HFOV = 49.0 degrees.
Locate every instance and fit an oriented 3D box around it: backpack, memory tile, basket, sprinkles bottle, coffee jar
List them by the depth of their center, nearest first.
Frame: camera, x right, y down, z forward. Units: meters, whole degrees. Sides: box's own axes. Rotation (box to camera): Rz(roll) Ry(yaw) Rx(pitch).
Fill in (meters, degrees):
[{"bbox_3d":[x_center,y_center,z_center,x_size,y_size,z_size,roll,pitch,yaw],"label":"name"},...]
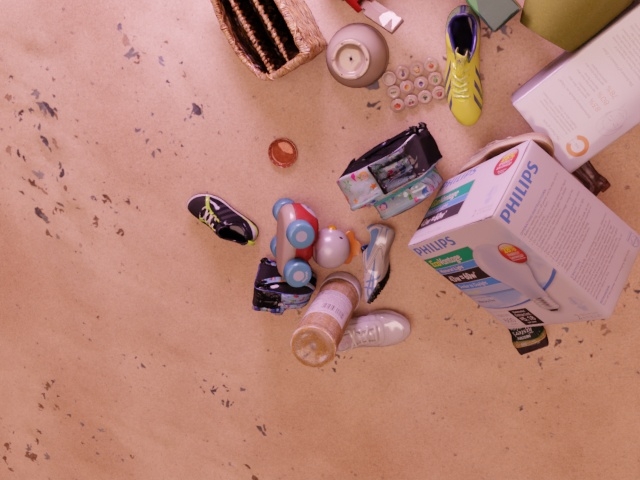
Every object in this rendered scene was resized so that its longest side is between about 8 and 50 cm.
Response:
[{"bbox_3d":[-0.154,-0.543,1.717,0.213,0.223,0.299,-25,103,21],"label":"basket"},{"bbox_3d":[0.176,-0.163,1.775,0.253,0.225,0.191,-22,98,25],"label":"backpack"},{"bbox_3d":[0.237,-0.393,1.778,0.147,0.012,0.113,-14,110,15],"label":"memory tile"},{"bbox_3d":[0.021,0.202,1.874,0.121,0.355,0.121,5,111,13],"label":"sprinkles bottle"},{"bbox_3d":[0.543,0.217,1.898,0.096,0.079,0.184,-25,102,21],"label":"coffee jar"},{"bbox_3d":[-0.100,0.137,1.999,0.173,0.158,0.117,7,120,-1],"label":"backpack"}]

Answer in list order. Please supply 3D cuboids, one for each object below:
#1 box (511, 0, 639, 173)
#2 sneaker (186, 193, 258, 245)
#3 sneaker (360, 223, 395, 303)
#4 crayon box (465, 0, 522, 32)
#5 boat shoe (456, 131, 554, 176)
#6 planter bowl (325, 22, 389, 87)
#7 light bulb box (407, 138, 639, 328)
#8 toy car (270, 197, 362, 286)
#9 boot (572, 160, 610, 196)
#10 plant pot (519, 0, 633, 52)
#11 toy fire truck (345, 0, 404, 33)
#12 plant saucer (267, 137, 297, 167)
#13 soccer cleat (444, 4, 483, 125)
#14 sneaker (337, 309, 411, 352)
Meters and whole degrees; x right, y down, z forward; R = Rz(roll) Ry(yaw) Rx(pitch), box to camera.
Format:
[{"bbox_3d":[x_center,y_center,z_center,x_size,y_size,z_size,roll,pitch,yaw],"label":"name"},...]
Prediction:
[{"bbox_3d":[0.644,-0.355,1.612,0.345,0.168,0.215,-38,97,23],"label":"box"},{"bbox_3d":[-0.282,-0.058,1.997,0.234,0.097,0.084,26,114,4],"label":"sneaker"},{"bbox_3d":[0.149,0.063,1.947,0.086,0.085,0.237,20,115,25],"label":"sneaker"},{"bbox_3d":[0.319,-0.618,1.581,0.081,0.202,0.318,-40,95,23],"label":"crayon box"},{"bbox_3d":[0.444,-0.204,1.675,0.109,0.098,0.302,38,156,-12],"label":"boat shoe"},{"bbox_3d":[0.083,-0.456,1.750,0.162,0.109,0.162,5,111,13],"label":"planter bowl"},{"bbox_3d":[0.466,0.005,1.643,0.361,0.225,0.358,38,157,-12],"label":"light bulb box"},{"bbox_3d":[0.000,0.000,1.922,0.237,0.219,0.210,-1,112,-16],"label":"toy car"},{"bbox_3d":[0.651,-0.147,1.759,0.114,0.037,0.106,44,101,-8],"label":"boot"},{"bbox_3d":[0.565,-0.568,1.499,0.274,0.275,0.294,32,116,1],"label":"plant pot"},{"bbox_3d":[0.122,-0.630,1.666,0.246,0.158,0.217,40,114,-15],"label":"toy fire truck"},{"bbox_3d":[-0.103,-0.241,1.929,0.083,0.013,0.084,5,112,13],"label":"plant saucer"},{"bbox_3d":[0.342,-0.415,1.692,0.093,0.121,0.289,-1,110,14],"label":"soccer cleat"},{"bbox_3d":[0.105,0.276,1.993,0.304,0.152,0.114,-6,107,15],"label":"sneaker"}]
